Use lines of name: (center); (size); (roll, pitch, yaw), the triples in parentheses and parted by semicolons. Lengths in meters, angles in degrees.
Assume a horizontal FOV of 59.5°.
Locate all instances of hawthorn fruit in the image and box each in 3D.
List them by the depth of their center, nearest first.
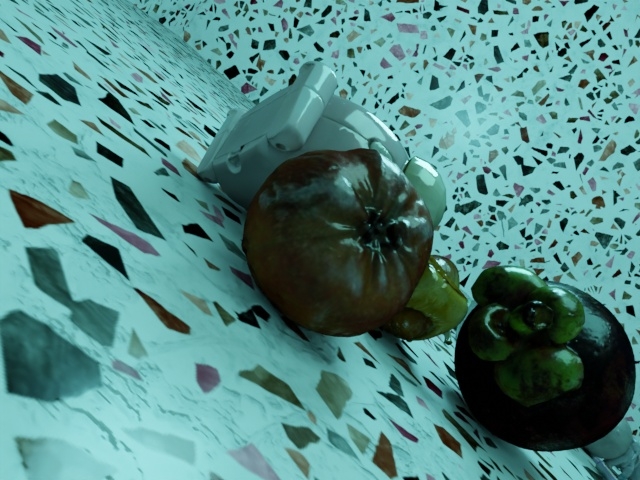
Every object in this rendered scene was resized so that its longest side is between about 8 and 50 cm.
hawthorn fruit: (0.000, 0.000, 0.720); (0.242, 0.242, 0.272); (37, -21, -23)

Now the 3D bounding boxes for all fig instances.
fig: (0.277, 0.151, 1.420); (0.143, 0.230, 0.160); (-4, -21, 33)

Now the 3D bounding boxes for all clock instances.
clock: (0.005, -0.099, 0.928); (0.326, 0.184, 0.342); (34, -20, -29)

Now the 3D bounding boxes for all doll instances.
doll: (0.866, 0.603, 1.611); (0.287, 0.151, 0.151); (43, 9, -12)

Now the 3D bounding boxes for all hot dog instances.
hot dog: (0.147, 0.088, 1.004); (0.150, 0.153, 0.256); (42, 11, -22)

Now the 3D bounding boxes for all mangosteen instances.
mangosteen: (0.365, 0.199, 0.936); (0.311, 0.311, 0.311); (40, 9, -8)

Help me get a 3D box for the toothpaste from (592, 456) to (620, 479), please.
toothpaste: (0.744, 0.615, 1.394); (0.045, 0.028, 0.170); (20, 24, -38)

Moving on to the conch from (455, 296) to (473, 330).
conch: (0.427, 0.220, 1.712); (0.153, 0.102, 0.135); (43, -5, 14)

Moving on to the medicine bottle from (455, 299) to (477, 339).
medicine bottle: (0.561, 0.307, 1.497); (0.395, 0.242, 0.242); (28, 9, 3)
